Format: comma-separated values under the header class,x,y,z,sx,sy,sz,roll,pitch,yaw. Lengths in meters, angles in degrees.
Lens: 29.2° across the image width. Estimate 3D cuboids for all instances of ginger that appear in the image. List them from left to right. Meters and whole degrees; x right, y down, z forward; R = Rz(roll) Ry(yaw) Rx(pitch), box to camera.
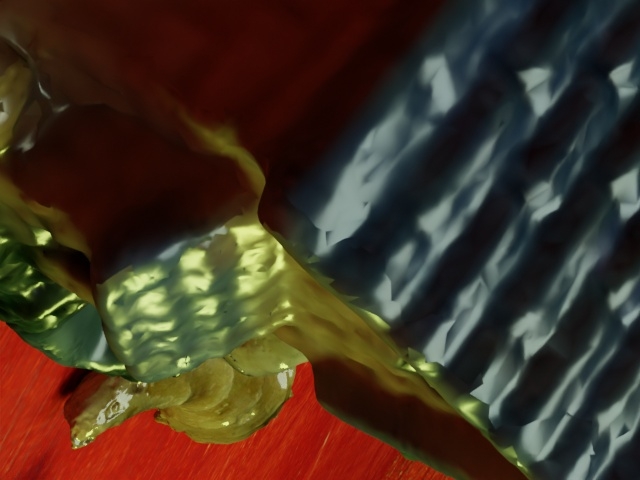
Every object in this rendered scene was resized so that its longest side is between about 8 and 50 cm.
class,x,y,z,sx,sy,sz,roll,pitch,yaw
ginger,-0.114,0.123,1.001,0.131,0.086,0.294,-37,162,19

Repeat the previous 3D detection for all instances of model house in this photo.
class,x,y,z,sx,sy,sz,roll,pitch,yaw
model house,0.057,-0.038,0.599,0.395,0.400,0.445,-55,166,-20

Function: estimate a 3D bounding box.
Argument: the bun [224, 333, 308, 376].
class,x,y,z,sx,sy,sz,roll,pitch,yaw
bun,0.000,0.000,0.936,0.239,0.141,0.239,-30,-176,3
